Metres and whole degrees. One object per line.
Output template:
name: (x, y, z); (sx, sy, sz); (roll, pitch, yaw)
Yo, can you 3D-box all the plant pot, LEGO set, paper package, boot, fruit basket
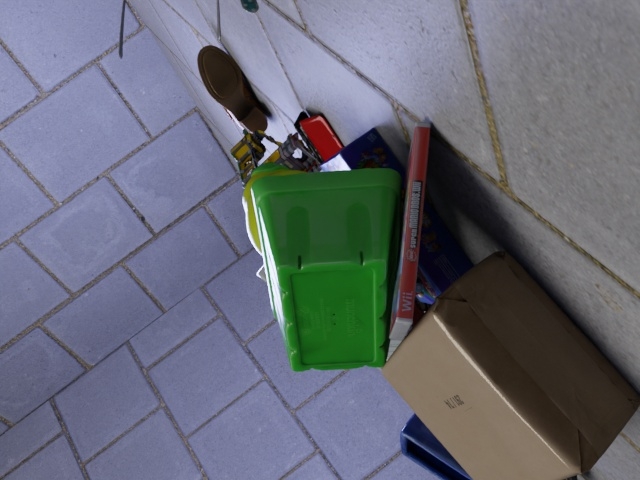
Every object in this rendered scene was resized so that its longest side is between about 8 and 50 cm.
plant pot: (0.346, 0.471, 1.981); (0.236, 0.212, 0.236); (31, 161, 19)
LEGO set: (-0.043, -0.161, 1.959); (0.331, 0.192, 0.255); (41, -162, -23)
paper package: (0.277, 0.223, 1.261); (0.309, 0.168, 0.325); (49, 157, 13)
boot: (-0.247, -0.413, 2.261); (0.283, 0.109, 0.220); (47, 179, -17)
fruit basket: (0.000, 0.000, 1.430); (0.392, 0.283, 0.392); (-3, -90, -89)

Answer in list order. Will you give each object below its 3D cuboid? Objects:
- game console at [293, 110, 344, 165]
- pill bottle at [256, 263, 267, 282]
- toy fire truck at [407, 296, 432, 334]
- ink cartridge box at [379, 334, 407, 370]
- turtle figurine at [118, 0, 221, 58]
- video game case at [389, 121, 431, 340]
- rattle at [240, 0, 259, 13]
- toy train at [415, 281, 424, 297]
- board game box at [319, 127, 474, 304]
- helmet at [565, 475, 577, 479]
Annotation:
game console: (0.017, -0.218, 1.757); (0.144, 0.085, 0.124); (56, -156, -20)
pill bottle: (0.008, 0.005, 1.703); (0.160, 0.283, 0.160); (39, 173, 6)
toy fire truck: (0.163, 0.158, 1.846); (0.302, 0.169, 0.254); (49, 162, 38)
ink cartridge box: (0.282, 0.267, 1.640); (0.261, 0.066, 0.296); (34, 153, -35)
turtle figurine: (-0.283, -0.513, 1.526); (0.198, 0.274, 0.266); (13, 153, 19)
video game case: (0.131, -0.006, 1.201); (0.204, 0.025, 0.285); (82, -166, -76)
rattle: (-0.154, -0.469, 1.396); (0.200, 0.130, 0.143); (26, -176, 0)
toy train: (0.131, 0.057, 1.567); (0.125, 0.046, 0.166); (55, 173, -19)
board game box: (0.147, -0.035, 1.527); (0.347, 0.078, 0.233); (53, 173, -5)
helmet: (0.472, 0.505, 1.755); (0.169, 0.169, 0.161); (73, 175, -71)
